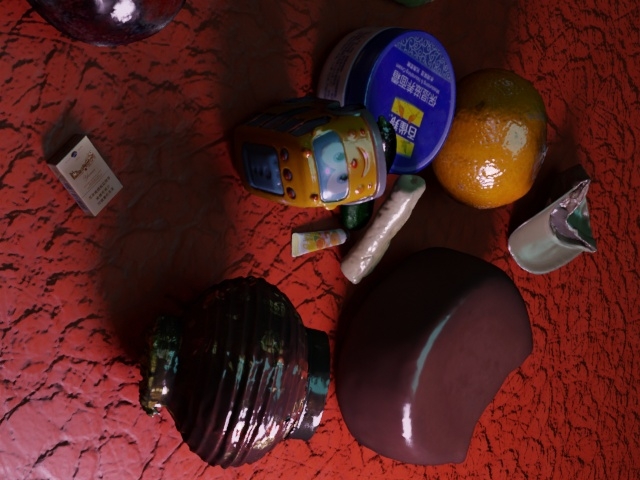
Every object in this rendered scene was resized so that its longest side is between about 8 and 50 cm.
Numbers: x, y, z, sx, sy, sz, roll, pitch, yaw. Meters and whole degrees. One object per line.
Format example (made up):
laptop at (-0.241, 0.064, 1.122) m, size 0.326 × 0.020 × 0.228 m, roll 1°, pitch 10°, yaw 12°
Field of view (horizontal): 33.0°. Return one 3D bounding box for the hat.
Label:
hat at (0.409, -0.041, 1.940) m, size 0.173 × 0.144 × 0.166 m, roll -13°, pitch 125°, yaw 2°

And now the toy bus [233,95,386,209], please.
toy bus at (-0.021, -0.108, 1.377) m, size 0.136 × 0.209 × 0.126 m, roll -20°, pitch 112°, yaw -30°

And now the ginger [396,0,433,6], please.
ginger at (0.163, -0.415, 1.569) m, size 0.193 × 0.122 × 0.115 m, roll 0°, pitch 78°, yaw -51°

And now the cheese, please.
cheese at (0.090, -0.016, 1.549) m, size 0.065 × 0.043 × 0.194 m, roll -23°, pitch 151°, yaw -51°

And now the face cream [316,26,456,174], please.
face cream at (0.091, -0.200, 1.535) m, size 0.206 × 0.111 × 0.206 m, roll -12°, pitch 108°, yaw -43°

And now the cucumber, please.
cucumber at (0.062, -0.081, 1.473) m, size 0.056 × 0.056 × 0.284 m, roll -53°, pitch 170°, yaw -25°

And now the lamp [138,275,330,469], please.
lamp at (-0.109, 0.160, 1.331) m, size 0.247 × 0.247 × 0.247 m, roll -11°, pitch 106°, yaw -44°

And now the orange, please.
orange at (0.266, -0.156, 1.662) m, size 0.224 × 0.170 × 0.224 m, roll 17°, pitch 90°, yaw -71°

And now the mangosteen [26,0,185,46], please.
mangosteen at (-0.217, -0.308, 1.127) m, size 0.216 × 0.216 × 0.216 m, roll -11°, pitch 106°, yaw -44°

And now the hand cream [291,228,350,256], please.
hand cream at (0.000, 0.000, 1.549) m, size 0.102 × 0.022 × 0.035 m, roll -11°, pitch 111°, yaw -39°

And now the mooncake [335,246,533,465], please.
mooncake at (0.178, 0.175, 1.658) m, size 0.333 × 0.174 × 0.326 m, roll 10°, pitch 94°, yaw -49°

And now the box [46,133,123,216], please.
box at (-0.272, -0.075, 1.251) m, size 0.053 × 0.024 × 0.083 m, roll -51°, pitch 128°, yaw -27°
